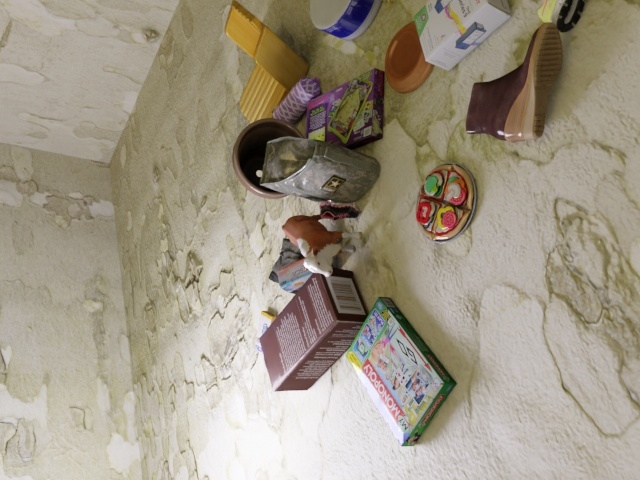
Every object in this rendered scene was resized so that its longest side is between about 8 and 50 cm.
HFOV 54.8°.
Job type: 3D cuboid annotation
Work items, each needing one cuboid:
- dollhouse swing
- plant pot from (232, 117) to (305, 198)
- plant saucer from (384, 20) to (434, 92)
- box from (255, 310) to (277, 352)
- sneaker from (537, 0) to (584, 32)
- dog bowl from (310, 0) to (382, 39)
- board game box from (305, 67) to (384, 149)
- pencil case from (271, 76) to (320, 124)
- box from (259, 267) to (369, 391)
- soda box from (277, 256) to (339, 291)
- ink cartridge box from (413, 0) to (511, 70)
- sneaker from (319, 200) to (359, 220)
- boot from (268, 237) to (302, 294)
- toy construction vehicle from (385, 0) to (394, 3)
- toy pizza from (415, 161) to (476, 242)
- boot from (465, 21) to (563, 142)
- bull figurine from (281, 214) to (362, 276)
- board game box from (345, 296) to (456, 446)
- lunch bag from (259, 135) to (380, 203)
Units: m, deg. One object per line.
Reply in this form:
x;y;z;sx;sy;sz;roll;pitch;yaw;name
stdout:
-0.258;-0.622;2.238;0.305;0.315;0.347;-48;43;11;dollhouse swing
-0.187;-0.256;2.099;0.229;0.262;0.263;157;117;-70;plant pot
0.239;-0.506;1.688;0.200;0.037;0.200;-19;67;53;plant saucer
-0.189;0.320;2.139;0.081;0.028;0.136;18;100;56;box
0.508;-0.542;1.265;0.094;0.081;0.209;49;123;51;sneaker
0.080;-0.769;1.919;0.265;0.104;0.265;-16;70;53;dog bowl
0.067;-0.375;1.904;0.346;0.056;0.208;-10;79;54;board game box
-0.083;-0.472;2.117;0.086;0.088;0.206;51;136;-3;pencil case
-0.023;0.269;1.811;0.381;0.143;0.191;-50;46;35;box
-0.038;0.092;1.874;0.183;0.058;0.063;-24;59;20;soda box
0.340;-0.547;1.501;0.212;0.093;0.154;-35;54;45;ink cartridge box
0.053;-0.076;1.798;0.047;0.119;0.057;95;-177;-46;sneaker
-0.080;0.080;1.992;0.246;0.083;0.161;26;98;53;boot
0.205;-0.744;1.791;0.086;0.035;0.098;50;123;48;toy construction vehicle
0.298;-0.094;1.513;0.201;0.032;0.201;-18;68;53;toy pizza
0.408;-0.343;1.345;0.207;0.090;0.249;25;112;54;boot
0.000;0.000;1.766;0.310;0.188;0.101;-134;44;-55;bull figurine
0.191;0.325;1.565;0.214;0.046;0.317;-63;38;23;board game box
0.000;-0.205;1.793;0.287;0.235;0.169;-1;78;55;lunch bag
